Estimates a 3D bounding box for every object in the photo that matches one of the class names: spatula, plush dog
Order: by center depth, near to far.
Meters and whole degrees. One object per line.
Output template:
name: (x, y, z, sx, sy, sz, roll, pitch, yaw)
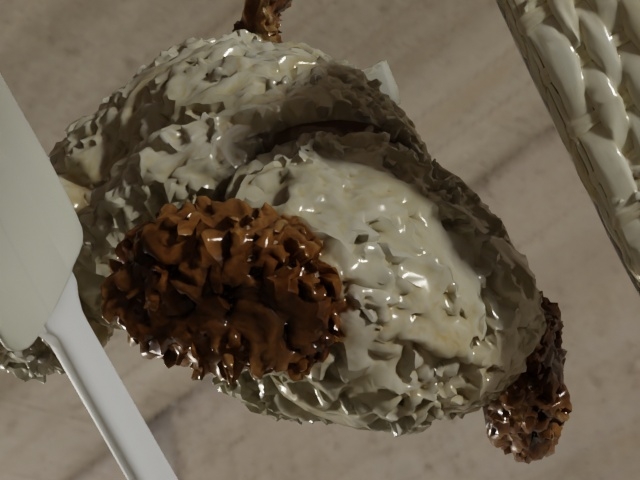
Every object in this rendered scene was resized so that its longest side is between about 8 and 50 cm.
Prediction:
spatula: (-0.080, 0.083, 0.356, 0.019, 0.242, 0.168, -1, -135, 19)
plush dog: (0.000, 0.000, 0.588, 0.225, 0.262, 0.211, 40, -69, 50)

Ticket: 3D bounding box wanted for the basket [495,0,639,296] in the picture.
basket: (0.135, -0.065, 0.511, 0.113, 0.103, 0.167, -26, -88, 12)
